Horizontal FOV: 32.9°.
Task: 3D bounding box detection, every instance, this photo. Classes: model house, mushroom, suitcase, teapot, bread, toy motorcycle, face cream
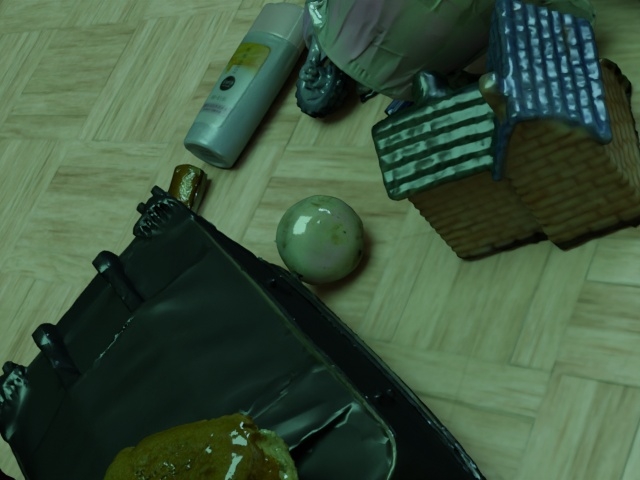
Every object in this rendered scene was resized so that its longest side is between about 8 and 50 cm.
[{"bbox_3d":[0.145,-0.094,0.873,0.183,0.172,0.166,-23,49,27],"label":"model house"},{"bbox_3d":[0.000,0.000,1.004,0.083,0.084,0.067,-58,-2,-10],"label":"mushroom"},{"bbox_3d":[-0.082,0.168,0.851,0.283,0.194,0.434,-50,42,2],"label":"suitcase"},{"bbox_3d":[0.103,-0.210,0.957,0.178,0.222,0.163,-56,44,33],"label":"teapot"},{"bbox_3d":[-0.077,0.179,0.651,0.140,0.069,0.127,-23,51,28],"label":"bread"},{"bbox_3d":[0.052,-0.259,1.124,0.239,0.108,0.204,-26,46,23],"label":"toy motorcycle"},{"bbox_3d":[-0.154,-0.043,1.194,0.047,0.036,0.083,-10,55,46],"label":"bread"},{"bbox_3d":[-0.079,-0.177,1.214,0.084,0.057,0.198,13,70,44],"label":"face cream"}]

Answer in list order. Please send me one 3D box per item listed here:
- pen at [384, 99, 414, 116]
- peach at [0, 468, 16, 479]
[{"bbox_3d":[0.137,-0.196,1.066,0.204,0.025,0.025,-47,41,2],"label":"pen"},{"bbox_3d":[-0.381,0.310,0.873,0.353,0.416,0.339,-30,33,-13],"label":"peach"}]
